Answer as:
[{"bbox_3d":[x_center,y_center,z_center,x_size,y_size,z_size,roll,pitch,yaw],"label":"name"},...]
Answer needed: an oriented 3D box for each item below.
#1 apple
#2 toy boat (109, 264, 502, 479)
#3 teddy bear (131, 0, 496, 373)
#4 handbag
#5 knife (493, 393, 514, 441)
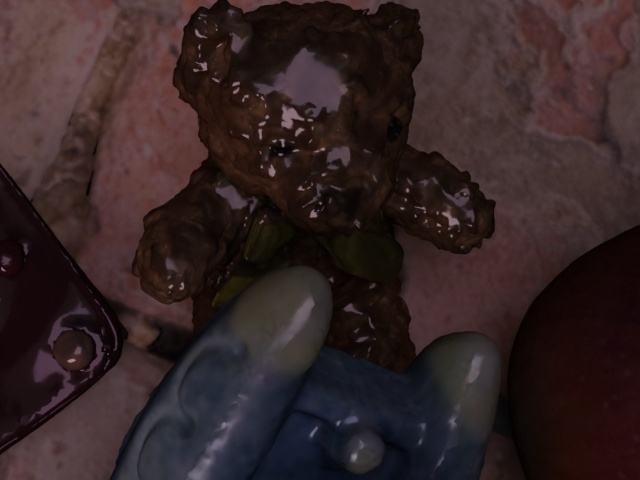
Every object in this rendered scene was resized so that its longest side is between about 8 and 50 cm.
[{"bbox_3d":[0.267,0.130,0.838,0.306,0.235,0.305,6,70,-16],"label":"apple"},{"bbox_3d":[-0.020,0.182,0.774,0.215,0.123,0.330,23,108,-25],"label":"toy boat"},{"bbox_3d":[0.002,0.009,0.829,0.246,0.222,0.296,-7,82,-12],"label":"teddy bear"},{"bbox_3d":[-0.263,0.057,0.856,0.216,0.074,0.203,-36,86,-13],"label":"handbag"},{"bbox_3d":[0.162,0.155,0.933,0.210,0.015,0.028,40,70,-1],"label":"knife"}]
